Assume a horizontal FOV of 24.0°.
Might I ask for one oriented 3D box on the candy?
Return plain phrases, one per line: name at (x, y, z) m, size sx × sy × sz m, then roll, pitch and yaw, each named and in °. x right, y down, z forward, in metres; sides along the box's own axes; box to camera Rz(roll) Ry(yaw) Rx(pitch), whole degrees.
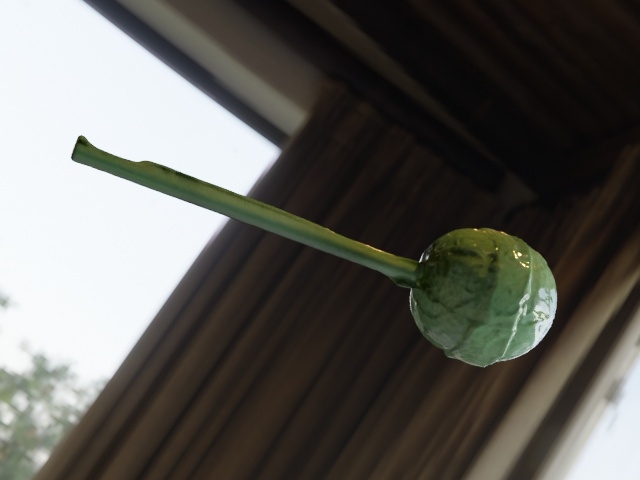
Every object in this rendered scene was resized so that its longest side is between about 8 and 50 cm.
candy at (0.000, 0.000, 1.268) m, size 0.440 × 0.119 × 0.119 m, roll 19°, pitch -13°, yaw -15°
